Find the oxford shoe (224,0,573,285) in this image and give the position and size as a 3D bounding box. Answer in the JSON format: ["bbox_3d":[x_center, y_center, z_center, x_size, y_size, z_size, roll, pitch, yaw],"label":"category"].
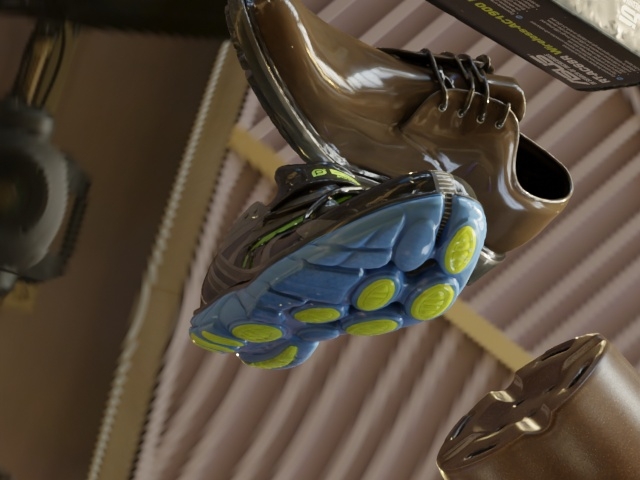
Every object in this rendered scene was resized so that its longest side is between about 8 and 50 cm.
[{"bbox_3d":[0.043,-0.068,0.956,0.096,0.083,0.227,-33,-43,24],"label":"oxford shoe"}]

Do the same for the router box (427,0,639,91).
[{"bbox_3d":[0.054,-0.105,0.536,0.122,0.038,0.092,24,-108,-38],"label":"router box"}]

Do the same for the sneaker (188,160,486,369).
[{"bbox_3d":[0.000,0.000,0.774,0.067,0.188,0.078,16,-108,-22],"label":"sneaker"}]

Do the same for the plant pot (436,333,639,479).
[{"bbox_3d":[0.166,0.154,1.158,0.167,0.167,0.165,-38,-83,-7],"label":"plant pot"}]
